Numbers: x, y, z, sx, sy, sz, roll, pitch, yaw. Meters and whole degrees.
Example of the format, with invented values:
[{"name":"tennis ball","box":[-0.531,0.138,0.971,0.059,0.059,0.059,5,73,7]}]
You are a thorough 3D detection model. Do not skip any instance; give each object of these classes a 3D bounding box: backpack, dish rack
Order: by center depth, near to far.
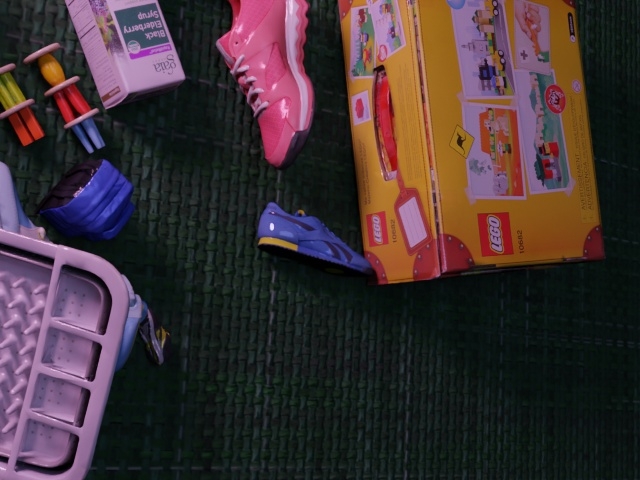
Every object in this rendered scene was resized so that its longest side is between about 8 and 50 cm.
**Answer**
[{"name":"dish rack","box":[-0.388,0.113,1.062,0.333,0.072,0.285,16,101,2]},{"name":"backpack","box":[-0.294,-0.052,1.224,0.101,0.120,0.098,39,64,-23]}]

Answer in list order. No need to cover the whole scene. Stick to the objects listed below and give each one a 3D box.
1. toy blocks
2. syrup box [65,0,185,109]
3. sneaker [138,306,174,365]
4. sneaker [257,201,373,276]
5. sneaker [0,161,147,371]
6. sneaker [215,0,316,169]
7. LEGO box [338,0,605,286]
[{"name":"toy blocks","box":[-0.359,-0.169,1.236,0.123,0.054,0.148,-36,104,-32]},{"name":"syrup box","box":[-0.279,-0.309,1.282,0.093,0.096,0.237,-23,95,-33]},{"name":"sneaker","box":[-0.228,0.130,1.301,0.035,0.031,0.083,-19,99,-47]},{"name":"sneaker","box":[0.000,0.000,1.439,0.209,0.069,0.082,21,69,-29]},{"name":"sneaker","box":[-0.333,0.040,1.188,0.208,0.127,0.319,-14,101,-31]},{"name":"sneaker","box":[-0.092,-0.256,1.405,0.136,0.116,0.313,2,76,-22]},{"name":"LEGO box","box":[0.250,-0.190,1.550,0.372,0.193,0.500,-3,85,-33]}]
